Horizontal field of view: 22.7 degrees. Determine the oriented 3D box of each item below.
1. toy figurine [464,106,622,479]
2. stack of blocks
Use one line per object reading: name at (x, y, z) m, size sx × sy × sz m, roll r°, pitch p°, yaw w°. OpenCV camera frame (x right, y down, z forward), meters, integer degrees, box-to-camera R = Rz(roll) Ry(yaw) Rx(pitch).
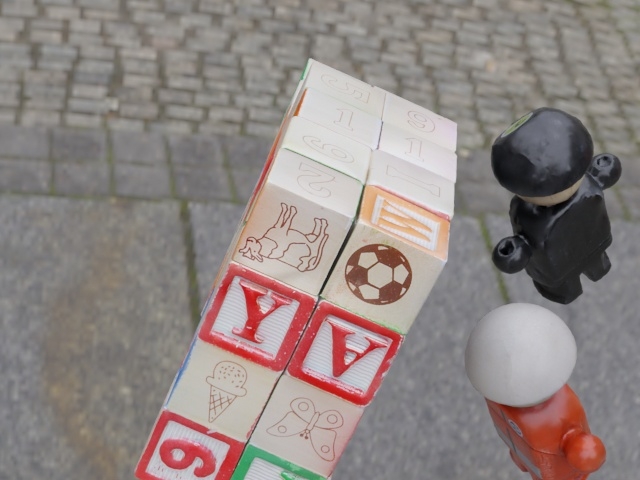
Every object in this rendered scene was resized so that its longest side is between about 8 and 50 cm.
toy figurine at (0.191, 0.031, 0.894) m, size 0.209 × 0.148 × 0.213 m, roll 1°, pitch 54°, yaw 19°
stack of blocks at (0.000, 0.000, 0.853) m, size 0.087 × 0.171 × 0.297 m, roll 24°, pitch 24°, yaw -4°
